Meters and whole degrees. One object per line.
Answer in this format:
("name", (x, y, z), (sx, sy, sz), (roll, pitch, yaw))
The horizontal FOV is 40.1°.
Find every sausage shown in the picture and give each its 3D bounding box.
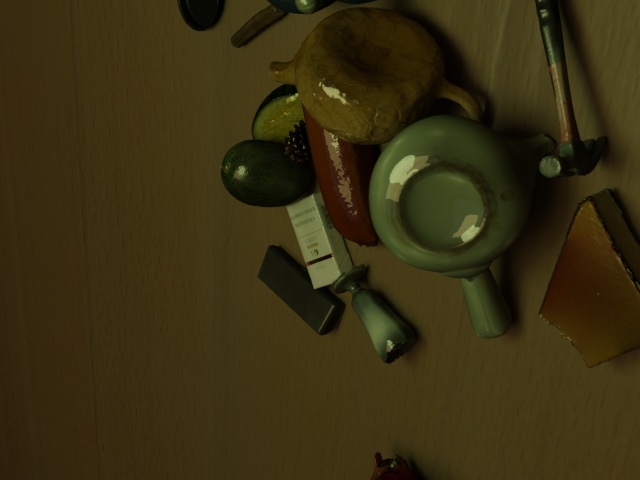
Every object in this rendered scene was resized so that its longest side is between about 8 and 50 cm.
("sausage", (0.032, -0.153, 1.359), (0.097, 0.094, 0.348), (7, 109, 55))

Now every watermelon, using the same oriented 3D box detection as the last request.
("watermelon", (-0.062, -0.217, 1.495), (0.181, 0.092, 0.075), (122, 165, -47))

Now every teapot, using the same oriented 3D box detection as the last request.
("teapot", (0.169, -0.013, 1.159), (0.220, 0.149, 0.318), (13, 116, 10))
("teapot", (0.075, -0.205, 1.225), (0.311, 0.203, 0.167), (20, 145, 6))

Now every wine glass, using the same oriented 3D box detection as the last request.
("wine glass", (0.086, 0.118, 1.414), (0.155, 0.072, 0.072), (54, 138, 24))

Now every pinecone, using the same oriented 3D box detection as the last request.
("pinecone", (-0.021, -0.163, 1.428), (0.077, 0.083, 0.077), (57, 160, 35))

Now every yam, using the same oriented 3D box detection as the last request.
("yam", (-0.108, -0.368, 1.494), (0.145, 0.032, 0.032), (-21, 88, 52))

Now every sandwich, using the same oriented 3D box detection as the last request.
("sandwich", (0.338, 0.054, 1.099), (0.162, 0.058, 0.193), (-36, 78, 50))

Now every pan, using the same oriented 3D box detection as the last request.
("pan", (-0.226, -0.500, 1.587), (0.136, 0.028, 0.235), (10, 115, 47))

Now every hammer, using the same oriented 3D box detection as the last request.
("hammer", (0.281, -0.216, 1.047), (0.033, 0.111, 0.288), (-13, 85, 48))

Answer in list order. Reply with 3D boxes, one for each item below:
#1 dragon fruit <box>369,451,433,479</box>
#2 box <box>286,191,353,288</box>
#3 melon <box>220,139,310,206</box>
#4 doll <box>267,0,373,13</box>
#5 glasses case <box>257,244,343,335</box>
("dragon fruit", (0.122, 0.475, 1.417), (0.210, 0.205, 0.268), (-14, 54, 26))
("box", (0.000, 0.000, 1.498), (0.084, 0.040, 0.154), (-21, 88, 49))
("melon", (-0.096, -0.111, 1.469), (0.114, 0.167, 0.114), (-9, 78, 53))
("doll", (0.009, -0.412, 1.238), (0.258, 0.154, 0.228), (21, 80, 44))
("glasses case", (-0.037, 0.087, 1.572), (0.190, 0.042, 0.072), (40, 125, 34))
